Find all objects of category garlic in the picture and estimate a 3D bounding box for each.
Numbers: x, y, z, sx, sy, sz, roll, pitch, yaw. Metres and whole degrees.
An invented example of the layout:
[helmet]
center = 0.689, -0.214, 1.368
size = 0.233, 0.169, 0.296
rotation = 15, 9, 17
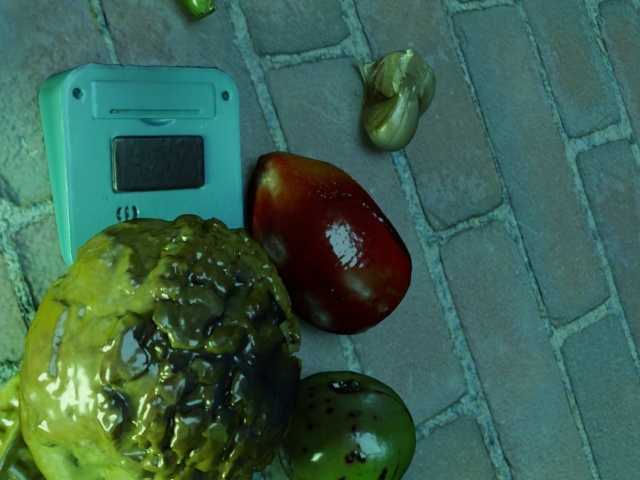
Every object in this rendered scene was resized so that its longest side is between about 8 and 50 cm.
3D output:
[garlic]
center = 0.113, -0.213, 1.301
size = 0.124, 0.099, 0.174
rotation = 44, 61, -43

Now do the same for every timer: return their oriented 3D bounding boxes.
[timer]
center = -0.212, -0.084, 1.061
size = 0.232, 0.091, 0.250
rotation = -5, 94, -37

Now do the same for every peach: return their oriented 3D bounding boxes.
[peach]
center = 0.005, 0.001, 1.130
size = 0.159, 0.154, 0.267
rotation = -37, 103, -34

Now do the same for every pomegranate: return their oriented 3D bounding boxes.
[pomegranate]
center = 0.023, 0.258, 1.096
size = 0.179, 0.210, 0.179
rotation = 10, 46, -10

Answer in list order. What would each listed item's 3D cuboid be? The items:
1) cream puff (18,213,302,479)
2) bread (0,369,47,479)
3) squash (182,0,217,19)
[cream puff]
center = -0.141, 0.144, 0.894
size = 0.327, 0.231, 0.343
rotation = -4, 98, -70
[bread]
center = -0.346, 0.293, 0.864
size = 0.077, 0.084, 0.367
rotation = 69, 39, -58
[squash]
center = -0.174, -0.388, 1.142
size = 0.066, 0.066, 0.201
rotation = -14, 89, -37
